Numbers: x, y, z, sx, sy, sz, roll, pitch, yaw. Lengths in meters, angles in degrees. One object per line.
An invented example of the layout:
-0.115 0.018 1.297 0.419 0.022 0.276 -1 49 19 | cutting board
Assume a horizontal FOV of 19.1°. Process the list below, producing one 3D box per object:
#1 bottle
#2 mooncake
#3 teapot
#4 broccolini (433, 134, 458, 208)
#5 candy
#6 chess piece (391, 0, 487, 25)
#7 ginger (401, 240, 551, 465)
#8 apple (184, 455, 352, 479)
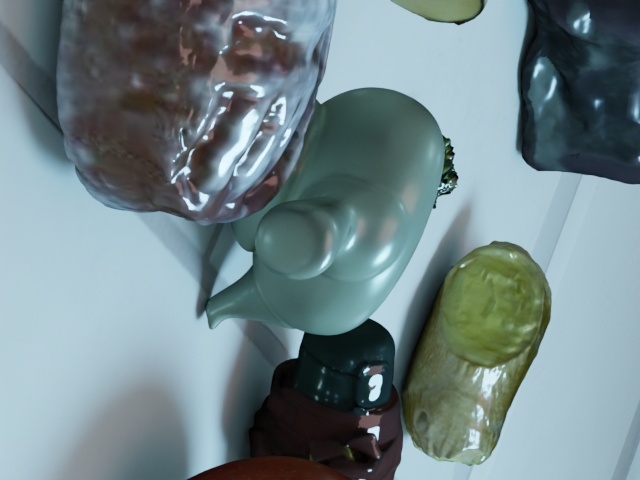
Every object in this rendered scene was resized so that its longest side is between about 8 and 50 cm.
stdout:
0.004 0.197 1.703 0.143 0.156 0.271 -7 120 -32 | bottle
0.369 -0.266 2.218 0.381 0.212 0.351 71 34 -59 | mooncake
0.014 -0.035 1.466 0.318 0.149 0.220 140 -29 -73 | teapot
0.076 -0.028 1.838 0.203 0.068 0.091 -54 170 -40 | broccolini
-0.072 -0.150 1.256 0.214 0.157 0.290 -15 119 -58 | candy
0.163 -0.389 1.733 0.117 0.117 0.397 67 43 -59 | chess piece
0.169 0.137 2.113 0.276 0.130 0.221 -56 163 -41 | ginger
-0.053 0.304 1.521 0.260 0.216 0.260 -177 -90 -68 | apple
